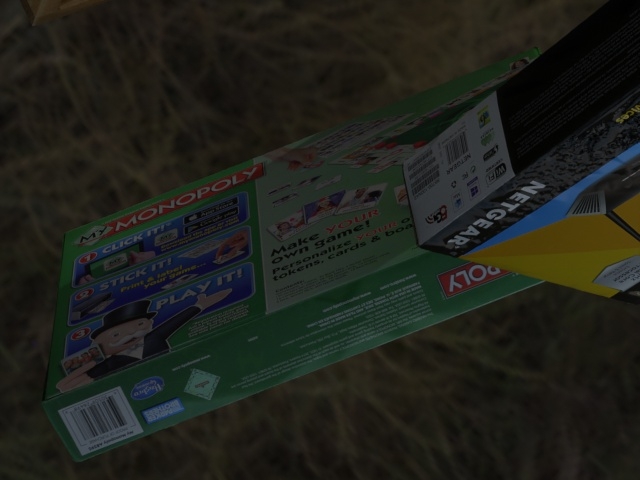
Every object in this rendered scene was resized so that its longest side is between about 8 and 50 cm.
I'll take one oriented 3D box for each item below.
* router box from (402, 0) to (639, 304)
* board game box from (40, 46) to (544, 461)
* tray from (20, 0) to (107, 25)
[{"bbox_3d":[0.140,-0.043,0.789,0.133,0.046,0.179,13,144,-35],"label":"router box"},{"bbox_3d":[0.000,0.000,1.122,0.317,0.213,0.046,-21,114,6],"label":"board game box"},{"bbox_3d":[0.037,-0.245,1.025,0.411,0.203,0.076,-22,80,-22],"label":"tray"}]
